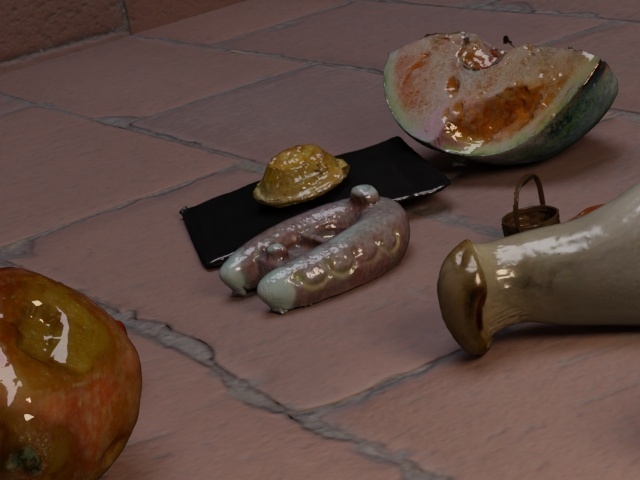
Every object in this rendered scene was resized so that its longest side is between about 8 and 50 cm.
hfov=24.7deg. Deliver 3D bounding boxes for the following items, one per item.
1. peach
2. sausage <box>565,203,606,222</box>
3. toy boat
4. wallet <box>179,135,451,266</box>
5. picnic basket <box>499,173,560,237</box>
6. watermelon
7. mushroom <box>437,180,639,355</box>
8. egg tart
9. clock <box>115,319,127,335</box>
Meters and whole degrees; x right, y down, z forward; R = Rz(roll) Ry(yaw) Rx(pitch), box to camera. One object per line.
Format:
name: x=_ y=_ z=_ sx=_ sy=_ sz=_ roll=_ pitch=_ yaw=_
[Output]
peach: x=-0.255 y=0.140 z=1.234 sx=0.214 sy=0.214 sz=0.235 roll=-14 pitch=26 yaw=-7
sausage: x=0.324 y=0.006 z=1.453 sx=0.179 sy=0.089 sz=0.089 roll=-2 pitch=19 yaw=-2
toy boat: x=0.000 y=0.000 z=1.652 sx=0.227 sy=0.085 sz=0.155 roll=-22 pitch=21 yaw=-29
wallet: x=-0.014 y=-0.054 z=1.878 sx=0.322 sy=0.041 sz=0.247 roll=-17 pitch=19 yaw=-7
picnic basket: x=0.229 y=-0.031 z=1.609 sx=0.072 sy=0.083 sz=0.072 roll=-10 pitch=20 yaw=4
watermelon: x=0.239 y=-0.159 z=1.923 sx=0.321 sy=0.175 sz=0.188 roll=20 pitch=-9 yaw=46
mushroom: x=0.269 y=0.014 z=1.368 sx=0.328 sy=0.159 sz=0.122 roll=-12 pitch=-25 yaw=4
egg tart: x=-0.026 y=-0.086 z=1.851 sx=0.128 sy=0.049 sz=0.129 roll=-15 pitch=22 yaw=6
clock: x=-0.292 y=0.111 z=1.440 sx=0.205 sy=0.051 sz=0.205 roll=-15 pitch=-8 yaw=-2
